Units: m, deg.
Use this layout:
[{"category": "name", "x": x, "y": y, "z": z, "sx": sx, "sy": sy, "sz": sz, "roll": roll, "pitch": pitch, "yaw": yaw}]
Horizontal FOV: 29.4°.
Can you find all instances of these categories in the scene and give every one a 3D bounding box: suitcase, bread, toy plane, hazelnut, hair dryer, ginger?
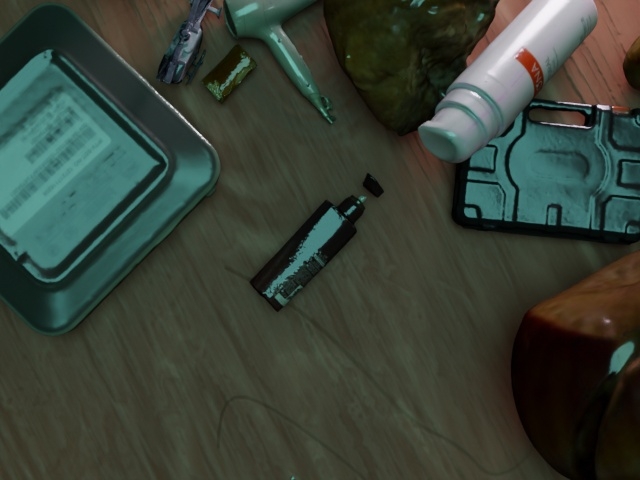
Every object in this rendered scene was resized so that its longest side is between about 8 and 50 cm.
[{"category": "suitcase", "x": 0.343, "y": -0.106, "z": 1.794, "sx": 0.286, "sy": 0.066, "sz": 0.206, "roll": 6, "pitch": 86, "yaw": -2}, {"category": "bread", "x": -0.134, "y": -0.246, "z": 1.798, "sx": 0.047, "sy": 0.036, "sz": 0.083, "roll": 43, "pitch": 87, "yaw": 9}, {"category": "toy plane", "x": -0.190, "y": -0.299, "z": 1.780, "sx": 0.053, "sy": 0.078, "sz": 0.197, "roll": 25, "pitch": 71, "yaw": 2}, {"category": "hazelnut", "x": 0.466, "y": 0.180, "z": 1.640, "sx": 0.409, "sy": 0.359, "sz": 0.359, "roll": -31, "pitch": 88, "yaw": 8}, {"category": "hair dryer", "x": -0.011, "y": -0.290, "z": 1.802, "sx": 0.206, "sy": 0.075, "sz": 0.237, "roll": -24, "pitch": 95, "yaw": -10}, {"category": "ginger", "x": 0.106, "y": -0.313, "z": 1.733, "sx": 0.223, "sy": 0.200, "sz": 0.269, "roll": 43, "pitch": 123, "yaw": 29}]

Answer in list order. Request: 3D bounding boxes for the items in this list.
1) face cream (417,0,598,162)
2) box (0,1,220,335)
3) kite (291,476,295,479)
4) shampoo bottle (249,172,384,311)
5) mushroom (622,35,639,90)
[{"category": "face cream", "x": 0.265, "y": -0.234, "z": 1.721, "sx": 0.102, "sy": 0.102, "sz": 0.345, "roll": 42, "pitch": 63, "yaw": 1}, {"category": "box", "x": -0.381, "y": -0.101, "z": 1.752, "sx": 0.373, "sy": 0.090, "sz": 0.367, "roll": 43, "pitch": 86, "yaw": 2}, {"category": "kite", "x": -0.042, "y": 0.471, "z": 1.771, "sx": 0.125, "sy": 0.008, "sz": 0.222, "roll": 30, "pitch": 86, "yaw": -1}, {"category": "shampoo bottle", "x": -0.001, "y": -0.002, "z": 1.772, "sx": 0.067, "sy": 0.068, "sz": 0.236, "roll": 45, "pitch": 85, "yaw": 3}, {"category": "mushroom", "x": 0.602, "y": -0.190, "z": 1.782, "sx": 0.350, "sy": 0.128, "sz": 0.128, "roll": 32, "pitch": 86, "yaw": 2}]
